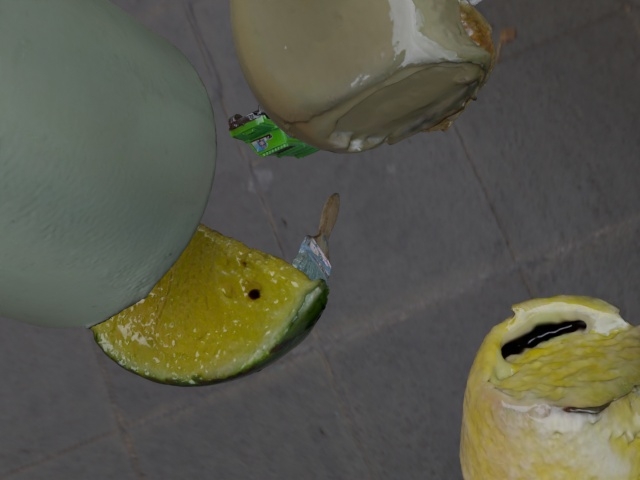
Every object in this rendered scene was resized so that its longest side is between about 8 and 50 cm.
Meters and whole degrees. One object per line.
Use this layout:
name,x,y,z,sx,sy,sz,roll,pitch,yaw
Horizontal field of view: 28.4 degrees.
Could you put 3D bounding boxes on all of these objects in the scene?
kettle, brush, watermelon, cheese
kettle,-0.189,-0.038,0.545,0.165,0.255,0.240,38,95,25
brush,0.000,0.000,1.665,0.021,0.070,0.196,-16,35,27
watermelon,-0.085,0.039,0.722,0.181,0.092,0.075,26,48,31
cheese,0.014,-0.165,0.875,0.175,0.091,0.202,-23,83,35

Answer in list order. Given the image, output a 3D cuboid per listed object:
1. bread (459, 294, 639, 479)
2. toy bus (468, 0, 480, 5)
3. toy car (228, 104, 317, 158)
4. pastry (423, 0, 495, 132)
bread,0.212,0.155,1.048,0.197,0.170,0.197,-4,32,2
toy bus,0.192,-0.414,1.570,0.092,0.106,0.268,-35,34,39
toy car,-0.053,-0.149,1.721,0.071,0.165,0.062,-22,79,34
pastry,0.084,-0.167,1.149,0.153,0.081,0.153,-4,76,15
